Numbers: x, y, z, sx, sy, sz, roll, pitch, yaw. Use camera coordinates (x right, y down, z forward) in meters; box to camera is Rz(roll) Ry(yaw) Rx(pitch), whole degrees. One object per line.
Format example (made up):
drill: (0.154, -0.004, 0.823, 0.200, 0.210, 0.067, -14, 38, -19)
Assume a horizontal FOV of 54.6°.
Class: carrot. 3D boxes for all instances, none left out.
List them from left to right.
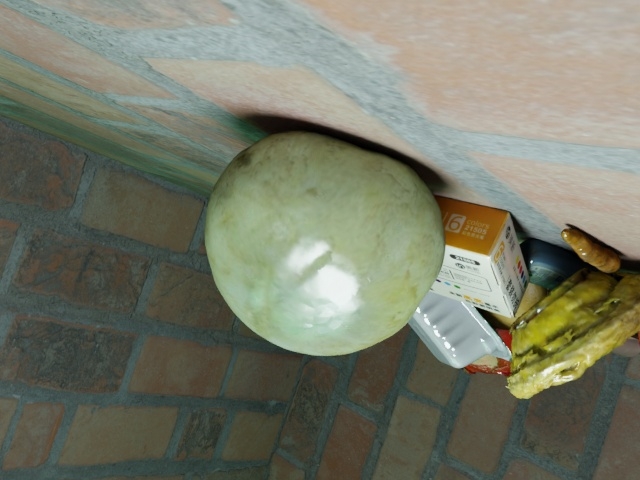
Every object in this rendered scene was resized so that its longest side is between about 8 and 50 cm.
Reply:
carrot: (0.393, 0.014, 0.906, 0.165, 0.036, 0.035, 21, 176, -37)

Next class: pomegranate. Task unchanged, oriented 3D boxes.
pomegranate: (0.383, 0.096, 1.282, 0.196, 0.196, 0.196, 19, 177, 1)

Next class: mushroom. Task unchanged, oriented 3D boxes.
mushroom: (0.000, 0.000, 0.883, 0.351, 0.352, 0.260, 18, -140, 4)

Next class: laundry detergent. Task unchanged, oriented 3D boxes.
laundry detergent: (0.443, 0.063, 1.107, 0.206, 0.061, 0.097, 20, 146, -10)

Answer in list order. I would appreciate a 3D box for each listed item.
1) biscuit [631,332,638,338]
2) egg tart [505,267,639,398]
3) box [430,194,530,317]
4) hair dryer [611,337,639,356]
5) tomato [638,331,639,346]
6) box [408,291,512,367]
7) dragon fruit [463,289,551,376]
biscuit: (0.671, 0.147, 1.241, 0.289, 0.081, 0.334, 19, 173, 2)
egg tart: (0.407, 0.135, 1.004, 0.123, 0.294, 0.294, 54, -172, 16)
box: (0.200, 0.013, 1.053, 0.273, 0.091, 0.221, 17, 157, 37)
hair dryer: (0.885, 0.256, 1.720, 0.210, 0.126, 0.352, 19, 171, -18)
tomato: (0.601, 0.152, 1.005, 0.167, 0.168, 0.167, 19, 177, 1)
box: (0.234, 0.144, 1.315, 0.337, 0.106, 0.264, 51, 175, 3)
dragon fruit: (0.425, 0.193, 1.551, 0.301, 0.296, 0.295, 16, 177, 22)
